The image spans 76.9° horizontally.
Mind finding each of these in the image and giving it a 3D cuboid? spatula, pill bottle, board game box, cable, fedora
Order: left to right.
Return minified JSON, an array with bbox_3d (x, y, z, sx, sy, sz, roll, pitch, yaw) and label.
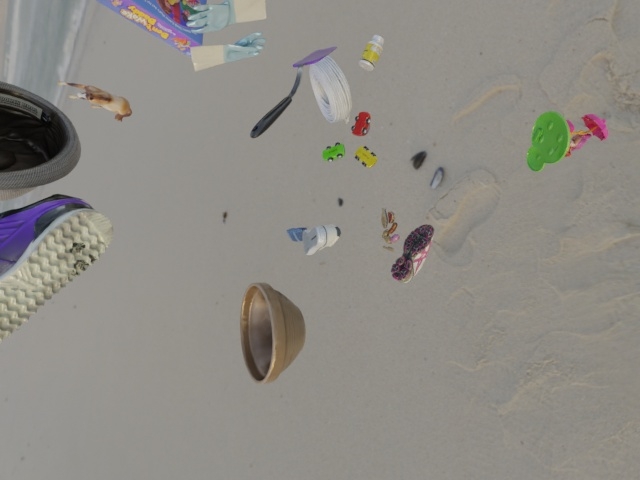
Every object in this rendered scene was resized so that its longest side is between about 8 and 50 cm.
[{"bbox_3d":[-0.551,-0.148,0.663,0.124,0.244,0.275,-45,11,34],"label":"fedora"},{"bbox_3d":[-0.539,-0.788,1.284,0.078,0.347,0.233,-15,67,39],"label":"board game box"},{"bbox_3d":[-0.060,-0.321,0.849,0.084,0.030,0.296,12,64,43],"label":"spatula"},{"bbox_3d":[0.038,-0.614,1.652,0.257,0.089,0.257,61,173,4],"label":"cable"},{"bbox_3d":[0.198,-0.719,1.542,0.065,0.065,0.116,29,94,48],"label":"pill bottle"}]

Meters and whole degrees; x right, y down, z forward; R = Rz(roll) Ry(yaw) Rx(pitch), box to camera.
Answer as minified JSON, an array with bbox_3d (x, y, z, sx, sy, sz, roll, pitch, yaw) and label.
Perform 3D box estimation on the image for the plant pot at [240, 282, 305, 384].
[{"bbox_3d":[-0.110,0.217,0.976,0.237,0.110,0.237,0,90,61],"label":"plant pot"}]

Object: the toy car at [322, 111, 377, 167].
[{"bbox_3d":[0.114,-0.368,1.597,0.225,0.053,0.238,-15,72,26],"label":"toy car"}]

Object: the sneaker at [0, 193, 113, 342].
[{"bbox_3d":[-0.450,0.037,0.566,0.146,0.293,0.102,34,153,31],"label":"sneaker"}]

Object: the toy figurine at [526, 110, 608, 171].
[{"bbox_3d":[0.644,-0.257,1.032,0.173,0.160,0.130,92,165,-56],"label":"toy figurine"}]

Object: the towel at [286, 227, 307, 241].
[{"bbox_3d":[-0.097,-0.024,1.776,0.120,0.029,0.067,-4,122,47],"label":"towel"}]

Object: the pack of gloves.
[{"bbox_3d":[-0.249,-0.570,1.124,0.046,0.232,0.195,59,161,20],"label":"pack of gloves"}]

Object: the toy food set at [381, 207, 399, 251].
[{"bbox_3d":[0.204,-0.032,1.166,0.078,0.019,0.122,-153,58,-63],"label":"toy food set"}]

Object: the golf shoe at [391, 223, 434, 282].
[{"bbox_3d":[0.275,0.038,1.172,0.068,0.086,0.186,35,97,37],"label":"golf shoe"}]

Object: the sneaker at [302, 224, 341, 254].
[{"bbox_3d":[0.000,0.000,1.391,0.258,0.092,0.094,165,101,-73],"label":"sneaker"}]

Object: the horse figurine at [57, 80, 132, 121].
[{"bbox_3d":[-0.714,-0.458,1.325,0.175,0.263,0.066,13,91,16],"label":"horse figurine"}]
